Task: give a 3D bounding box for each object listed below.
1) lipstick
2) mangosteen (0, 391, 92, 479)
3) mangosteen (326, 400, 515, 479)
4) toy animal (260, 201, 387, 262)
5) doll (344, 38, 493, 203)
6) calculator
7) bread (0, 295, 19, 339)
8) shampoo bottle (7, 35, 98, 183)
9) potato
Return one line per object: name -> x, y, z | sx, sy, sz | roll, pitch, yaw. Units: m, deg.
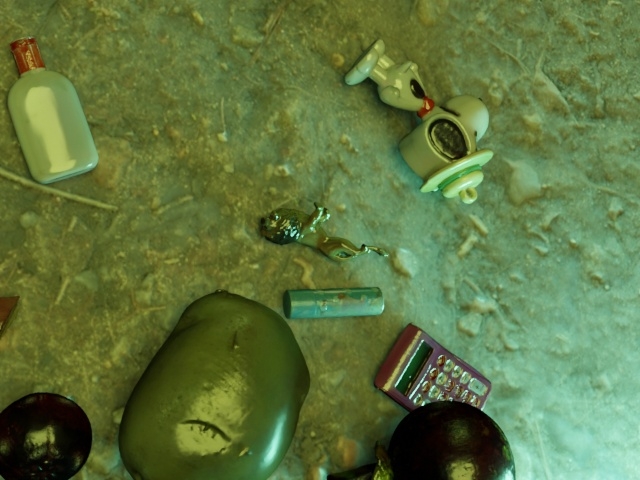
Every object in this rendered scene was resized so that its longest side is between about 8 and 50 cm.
lipstick -> 0.021, 0.100, 2.035 | 0.158, 0.048, 0.048 | -1, 83, -18
mangosteen -> -0.407, 0.282, 1.830 | 0.152, 0.152, 0.152 | 3, 82, -18
mangosteen -> 0.157, 0.366, 1.953 | 0.289, 0.231, 0.231 | -5, 84, -10
toy animal -> 0.009, -0.015, 2.040 | 0.220, 0.069, 0.086 | 18, 99, -10
doll -> 0.157, -0.193, 2.087 | 0.271, 0.144, 0.208 | 26, 55, -16
calculator -> 0.185, 0.237, 2.079 | 0.190, 0.034, 0.126 | 37, 72, -16
bread -> -0.528, 0.145, 1.839 | 0.192, 0.067, 0.119 | -7, 85, -18
shampoo bottle -> -0.420, -0.202, 1.931 | 0.108, 0.051, 0.221 | -19, 89, -17
potato -> -0.149, 0.243, 1.868 | 0.243, 0.221, 0.326 | 34, 70, -1
